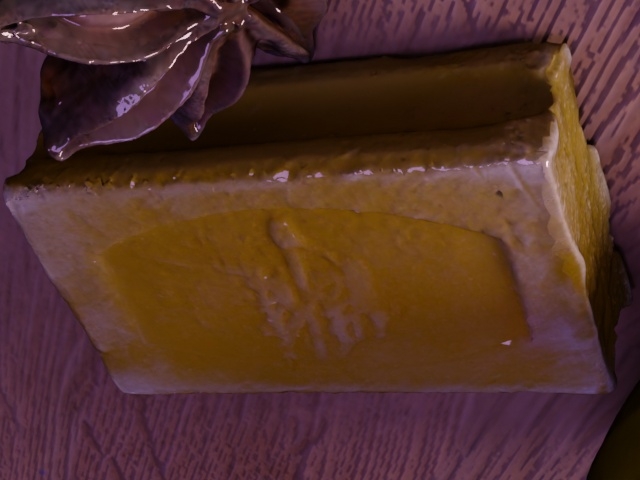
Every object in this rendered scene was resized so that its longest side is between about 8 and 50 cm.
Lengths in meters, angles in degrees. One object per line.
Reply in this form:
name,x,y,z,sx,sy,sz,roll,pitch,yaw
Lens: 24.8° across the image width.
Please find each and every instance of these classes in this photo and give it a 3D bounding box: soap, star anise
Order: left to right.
star anise,-0.068,-0.117,0.657,0.073,0.197,0.212,51,145,24
soap,0.000,0.000,0.810,0.315,0.091,0.199,-2,133,22

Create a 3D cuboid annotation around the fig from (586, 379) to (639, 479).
fig,0.247,0.142,0.771,0.271,0.239,0.239,-13,131,47
